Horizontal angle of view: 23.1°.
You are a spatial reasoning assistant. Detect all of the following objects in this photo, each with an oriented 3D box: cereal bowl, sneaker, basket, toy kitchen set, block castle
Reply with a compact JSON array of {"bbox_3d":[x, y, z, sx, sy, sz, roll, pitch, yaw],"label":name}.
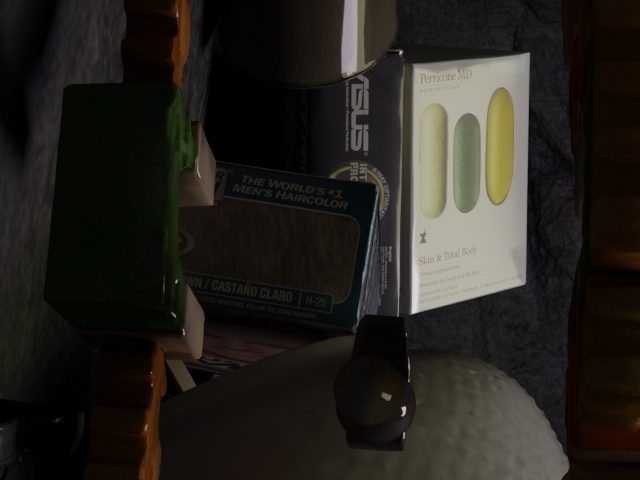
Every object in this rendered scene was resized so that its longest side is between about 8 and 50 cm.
[{"bbox_3d":[-0.023,0.152,0.972,0.339,0.339,0.141,74,-7,-81],"label":"cereal bowl"},{"bbox_3d":[-0.154,0.121,0.713,0.170,0.051,0.089,21,76,-81],"label":"sneaker"},{"bbox_3d":[-0.009,-0.274,1.281,0.204,0.154,0.226,-76,170,-51],"label":"basket"},{"bbox_3d":[-0.138,0.140,1.183,0.068,0.075,0.083,-40,165,36],"label":"toy kitchen set"},{"bbox_3d":[0.017,-0.020,0.680,0.213,0.303,0.453,73,19,-71],"label":"block castle"}]

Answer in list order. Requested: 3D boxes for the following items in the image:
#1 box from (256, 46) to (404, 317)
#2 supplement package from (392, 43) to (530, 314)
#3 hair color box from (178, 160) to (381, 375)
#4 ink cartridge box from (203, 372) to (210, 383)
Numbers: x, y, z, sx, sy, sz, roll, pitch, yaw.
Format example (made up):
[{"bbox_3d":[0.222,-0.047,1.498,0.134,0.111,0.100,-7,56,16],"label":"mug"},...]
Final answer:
[{"bbox_3d":[0.000,0.000,1.510,0.318,0.097,0.394,-132,-139,-77],"label":"box"},{"bbox_3d":[0.093,-0.077,1.724,0.199,0.198,0.262,-11,106,-43],"label":"supplement package"},{"bbox_3d":[-0.046,0.035,1.173,0.347,0.174,0.105,79,20,-77],"label":"hair color box"},{"bbox_3d":[-0.064,0.272,1.492,0.332,0.065,0.165,-114,-155,-59],"label":"ink cartridge box"}]
